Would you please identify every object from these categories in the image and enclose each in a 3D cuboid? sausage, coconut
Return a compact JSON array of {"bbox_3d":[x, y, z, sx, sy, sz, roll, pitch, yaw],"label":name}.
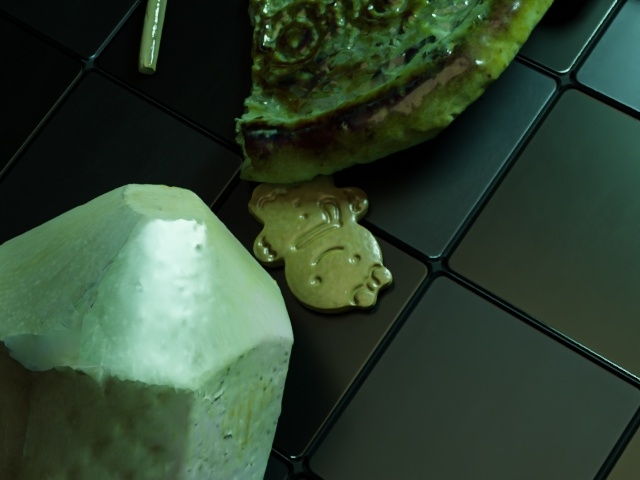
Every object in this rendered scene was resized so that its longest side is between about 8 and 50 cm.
[{"bbox_3d":[-0.198,-0.259,1.441,0.024,0.024,0.132,0,69,13],"label":"sausage"},{"bbox_3d":[-0.188,0.109,1.137,0.353,0.352,0.352,-5,67,12],"label":"coconut"}]

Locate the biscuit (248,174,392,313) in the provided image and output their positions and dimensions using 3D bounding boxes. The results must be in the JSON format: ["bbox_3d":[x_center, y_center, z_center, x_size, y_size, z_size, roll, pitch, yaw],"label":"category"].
[{"bbox_3d":[-0.006,-0.001,1.287,0.134,0.027,0.184,-18,65,4],"label":"biscuit"}]

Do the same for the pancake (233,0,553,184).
[{"bbox_3d":[0.077,-0.234,1.308,0.427,0.067,0.304,-24,58,15],"label":"pancake"}]

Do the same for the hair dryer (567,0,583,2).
[{"bbox_3d":[0.365,-0.277,1.302,0.248,0.070,0.114,31,77,14],"label":"hair dryer"}]
